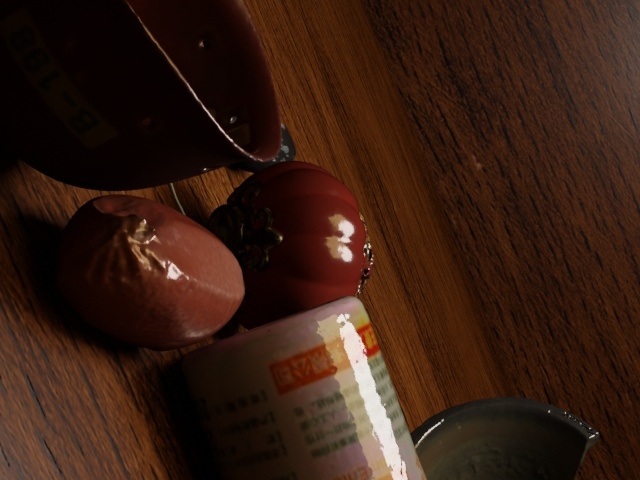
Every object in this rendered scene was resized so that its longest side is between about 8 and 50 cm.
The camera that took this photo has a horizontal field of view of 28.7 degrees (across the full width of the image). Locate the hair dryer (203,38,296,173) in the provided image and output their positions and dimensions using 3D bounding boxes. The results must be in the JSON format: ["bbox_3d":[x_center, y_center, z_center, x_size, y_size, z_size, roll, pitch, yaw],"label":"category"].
[{"bbox_3d":[-0.151,-0.224,1.812,0.235,0.091,0.271,24,34,-56],"label":"hair dryer"}]

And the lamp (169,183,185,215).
[{"bbox_3d":[-0.183,-0.044,1.496,0.198,0.056,0.050,64,12,27],"label":"lamp"}]

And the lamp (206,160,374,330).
[{"bbox_3d":[-0.034,0.014,1.558,0.227,0.227,0.226,-20,90,-76],"label":"lamp"}]

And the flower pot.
[{"bbox_3d":[0.291,0.471,2.029,0.379,0.379,0.251,-94,179,-47],"label":"flower pot"}]

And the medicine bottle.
[{"bbox_3d":[0.006,0.273,1.370,0.219,0.219,0.388,-12,83,-75],"label":"medicine bottle"}]

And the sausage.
[{"bbox_3d":[-0.168,0.033,1.231,0.254,0.148,0.148,35,37,-59],"label":"sausage"}]

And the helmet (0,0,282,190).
[{"bbox_3d":[-0.221,-0.193,1.147,0.385,0.230,0.337,55,18,-20],"label":"helmet"}]
